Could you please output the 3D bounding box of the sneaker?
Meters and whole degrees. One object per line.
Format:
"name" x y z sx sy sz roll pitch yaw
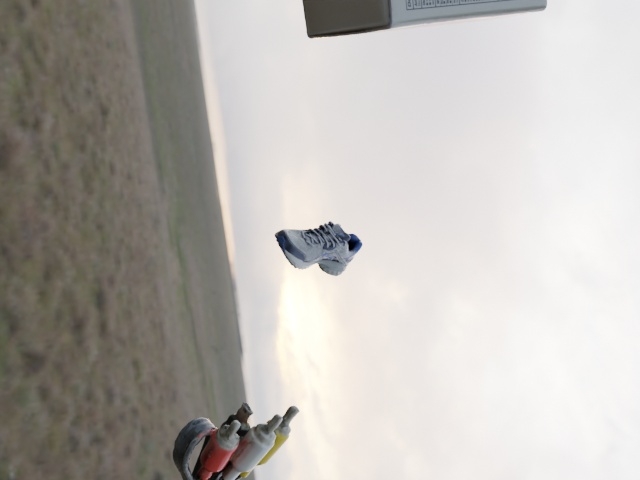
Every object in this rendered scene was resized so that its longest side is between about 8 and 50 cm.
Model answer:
"sneaker" 0.000 0.000 1.160 0.135 0.058 0.052 11 43 -56

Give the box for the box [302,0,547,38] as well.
"box" 0.102 -0.288 1.011 0.127 0.232 0.148 5 -74 50

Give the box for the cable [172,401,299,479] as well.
"cable" -0.134 0.303 1.222 0.072 0.139 0.287 45 -59 36
